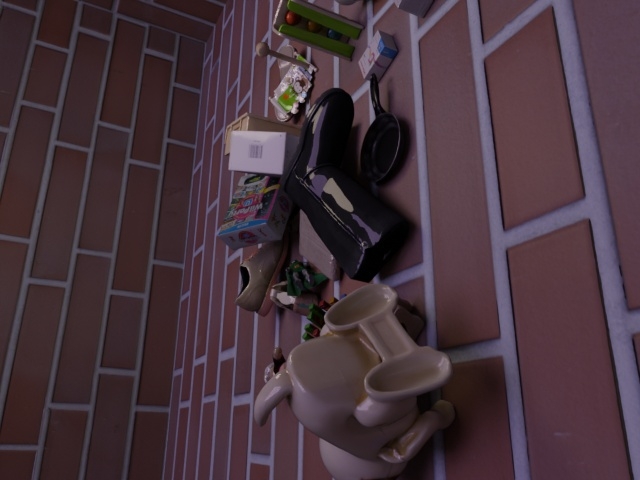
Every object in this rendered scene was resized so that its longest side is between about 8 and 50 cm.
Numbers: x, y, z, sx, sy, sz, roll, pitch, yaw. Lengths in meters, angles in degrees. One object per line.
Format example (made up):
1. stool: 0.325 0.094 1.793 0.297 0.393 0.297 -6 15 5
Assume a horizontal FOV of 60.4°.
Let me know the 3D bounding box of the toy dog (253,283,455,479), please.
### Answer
1. toy dog: 0.089 0.369 1.140 0.284 0.396 0.407 42 153 45

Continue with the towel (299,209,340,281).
1. towel: 0.000 0.000 1.753 0.282 0.049 0.187 -142 49 -60

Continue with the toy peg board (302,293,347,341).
1. toy peg board: 0.027 0.222 1.521 0.161 0.079 0.161 -36 27 35

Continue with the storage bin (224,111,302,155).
1. storage bin: -0.209 -0.376 2.116 0.260 0.263 0.123 -2 81 63

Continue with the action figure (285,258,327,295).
1. action figure: -0.070 0.108 1.833 0.232 0.137 0.063 -133 25 -72

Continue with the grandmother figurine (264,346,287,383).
1. grandmother figurine: -0.095 0.434 1.749 0.342 0.104 0.207 -24 79 65

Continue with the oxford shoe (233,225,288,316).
1. oxford shoe: -0.218 0.077 2.058 0.140 0.147 0.396 -42 33 57

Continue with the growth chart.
1. growth chart: -0.105 -0.607 2.164 0.172 0.021 0.237 41 104 31

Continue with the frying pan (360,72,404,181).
1. frying pan: 0.161 -0.306 1.578 0.197 0.053 0.326 -56 34 40

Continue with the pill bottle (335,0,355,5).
1. pill bottle: 0.137 -0.851 1.715 0.278 0.162 0.162 -1 79 64

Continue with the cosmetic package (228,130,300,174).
1. cosmetic package: -0.146 -0.281 1.839 0.224 0.225 0.138 9 96 31

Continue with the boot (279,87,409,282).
1. boot: 0.082 -0.156 1.490 0.445 0.146 0.366 54 129 42

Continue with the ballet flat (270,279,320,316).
1. ballet flat: -0.108 0.187 1.871 0.316 0.106 0.107 3 84 64

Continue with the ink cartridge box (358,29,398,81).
1. ink cartridge box: 0.171 -0.551 1.654 0.122 0.052 0.088 -55 35 42

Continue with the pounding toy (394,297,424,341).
1. pounding toy: 0.119 0.231 1.343 0.269 0.154 0.154 -67 29 23

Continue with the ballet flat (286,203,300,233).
1. ballet flat: -0.066 -0.136 1.961 0.084 0.058 0.249 -108 37 -57

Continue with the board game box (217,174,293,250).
1. board game box: -0.218 -0.124 1.996 0.224 0.097 0.303 -13 45 30

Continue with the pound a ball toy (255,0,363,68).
1. pound a ball toy: -0.048 -0.682 1.839 0.208 0.319 0.135 -67 28 25

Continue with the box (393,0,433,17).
1. box: 0.256 -0.683 1.493 0.102 0.087 0.101 -56 34 39

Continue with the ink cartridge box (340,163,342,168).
1. ink cartridge box: 0.034 -0.238 1.809 0.239 0.060 0.274 106 170 -80

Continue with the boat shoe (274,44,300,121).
1. boat shoe: -0.119 -0.632 2.250 0.112 0.095 0.334 -5 78 27
